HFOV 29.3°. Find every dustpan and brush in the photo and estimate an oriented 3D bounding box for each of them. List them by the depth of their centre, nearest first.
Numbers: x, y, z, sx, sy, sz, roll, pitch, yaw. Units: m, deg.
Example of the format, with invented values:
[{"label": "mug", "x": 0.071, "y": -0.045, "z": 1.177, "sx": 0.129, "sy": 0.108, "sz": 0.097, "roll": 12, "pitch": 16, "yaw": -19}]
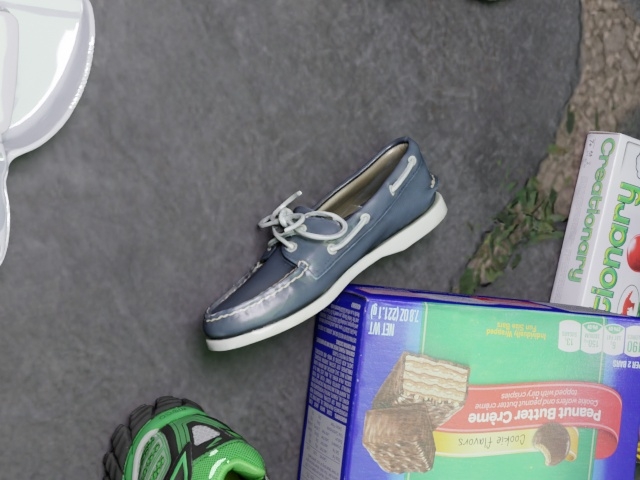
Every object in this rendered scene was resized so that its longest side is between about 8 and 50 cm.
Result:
[{"label": "dustpan and brush", "x": -0.232, "y": -0.088, "z": 0.868, "sx": 0.147, "sy": 0.060, "sz": 0.211, "roll": 3, "pitch": 93, "yaw": -30}]

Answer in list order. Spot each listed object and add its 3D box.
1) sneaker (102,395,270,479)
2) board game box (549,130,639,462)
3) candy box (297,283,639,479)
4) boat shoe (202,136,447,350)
[{"label": "sneaker", "x": -0.078, "y": 0.300, "z": 0.947, "sx": 0.134, "sy": 0.146, "sz": 0.343, "roll": -20, "pitch": 105, "yaw": -27}, {"label": "board game box", "x": 0.314, "y": 0.064, "z": 1.204, "sx": 0.193, "sy": 0.053, "sz": 0.305, "roll": 14, "pitch": 88, "yaw": -30}, {"label": "candy box", "x": 0.123, "y": 0.208, "z": 1.044, "sx": 0.268, "sy": 0.122, "sz": 0.317, "roll": 5, "pitch": 93, "yaw": -18}, {"label": "boat shoe", "x": 0.000, "y": 0.000, "z": 0.992, "sx": 0.254, "sy": 0.095, "sz": 0.079, "roll": -33, "pitch": 112, "yaw": -25}]
